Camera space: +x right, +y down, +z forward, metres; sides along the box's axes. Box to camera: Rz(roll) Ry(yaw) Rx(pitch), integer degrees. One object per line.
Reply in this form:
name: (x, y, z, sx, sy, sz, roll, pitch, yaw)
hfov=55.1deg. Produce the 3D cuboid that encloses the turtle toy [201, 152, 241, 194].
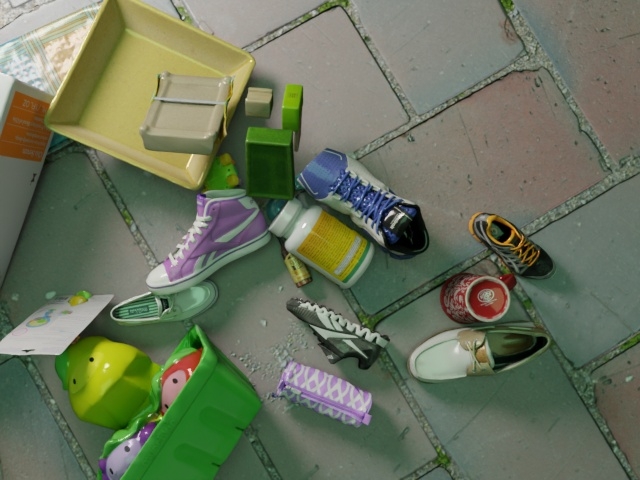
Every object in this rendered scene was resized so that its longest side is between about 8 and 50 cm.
turtle toy: (-0.209, -0.124, 1.328, 0.095, 0.066, 0.130, -22, 86, 23)

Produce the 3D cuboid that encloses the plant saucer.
plant saucer: (-0.351, -0.306, 1.299, 0.333, 0.081, 0.332, 23, 76, -11)

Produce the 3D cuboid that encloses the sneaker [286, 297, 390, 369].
sneaker: (0.024, 0.204, 1.303, 0.234, 0.078, 0.106, 26, 82, -2)

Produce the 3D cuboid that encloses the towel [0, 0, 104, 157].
towel: (-0.556, -0.357, 1.352, 0.370, 0.040, 0.271, -28, 87, -4)

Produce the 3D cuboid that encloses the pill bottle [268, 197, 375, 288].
pill bottle: (0.000, 0.000, 1.285, 0.208, 0.117, 0.117, 34, 85, -8)

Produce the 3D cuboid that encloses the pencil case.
pencil case: (0.007, 0.323, 1.288, 0.206, 0.088, 0.086, 20, 87, -1)

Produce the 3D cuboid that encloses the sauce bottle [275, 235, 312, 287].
sauce bottle: (-0.061, 0.039, 1.332, 0.042, 0.042, 0.128, -27, 88, -4)

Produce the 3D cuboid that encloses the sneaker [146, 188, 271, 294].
sneaker: (-0.256, -0.012, 1.272, 0.282, 0.102, 0.161, -32, 123, -13)

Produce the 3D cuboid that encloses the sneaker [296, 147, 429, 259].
sneaker: (0.113, -0.074, 1.254, 0.315, 0.182, 0.127, 38, 87, -9)

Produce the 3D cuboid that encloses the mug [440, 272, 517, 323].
mug: (0.333, 0.106, 1.276, 0.113, 0.169, 0.150, 36, 85, 2)

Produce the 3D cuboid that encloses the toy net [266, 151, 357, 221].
toy net: (-0.030, -0.135, 1.350, 0.232, 0.045, 0.122, -32, 85, -6)

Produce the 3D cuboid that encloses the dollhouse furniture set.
dollhouse furniture set: (-0.193, -0.215, 1.244, 0.302, 0.151, 0.197, 5, 51, 1)

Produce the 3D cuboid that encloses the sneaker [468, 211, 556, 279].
sneaker: (0.421, 0.014, 1.331, 0.215, 0.083, 0.084, 33, 83, 0)

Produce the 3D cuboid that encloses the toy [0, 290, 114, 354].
toy: (-0.519, 0.178, 1.220, 0.137, 0.237, 0.056, -1, 114, 7)

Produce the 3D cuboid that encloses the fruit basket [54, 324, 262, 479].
fruit basket: (-0.356, 0.323, 1.205, 0.392, 0.283, 0.391, -2, 95, -17)

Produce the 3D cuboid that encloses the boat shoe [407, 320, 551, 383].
boat shoe: (0.334, 0.232, 1.298, 0.302, 0.103, 0.113, -16, 86, -3)

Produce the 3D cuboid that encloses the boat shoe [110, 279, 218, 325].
boat shoe: (-0.329, 0.139, 1.298, 0.226, 0.076, 0.083, -19, 86, -3)

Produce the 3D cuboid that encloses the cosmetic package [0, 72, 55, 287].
cosmetic package: (-0.690, -0.110, 1.203, 0.162, 0.230, 0.453, 21, 94, -1)
